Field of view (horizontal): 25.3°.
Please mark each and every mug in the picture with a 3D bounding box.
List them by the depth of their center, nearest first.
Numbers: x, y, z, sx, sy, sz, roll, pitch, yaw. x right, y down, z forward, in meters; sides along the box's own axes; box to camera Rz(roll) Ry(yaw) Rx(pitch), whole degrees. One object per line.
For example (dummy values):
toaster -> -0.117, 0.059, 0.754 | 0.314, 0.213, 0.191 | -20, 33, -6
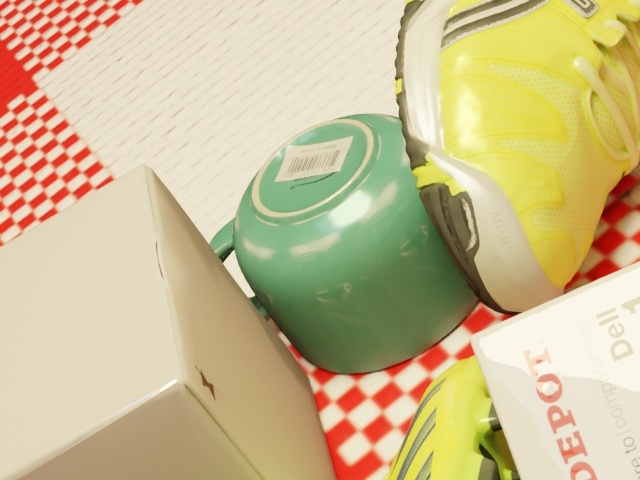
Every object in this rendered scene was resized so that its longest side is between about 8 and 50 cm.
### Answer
mug -> 0.007, 0.001, 0.780 | 0.158, 0.097, 0.129 | -38, 35, -5

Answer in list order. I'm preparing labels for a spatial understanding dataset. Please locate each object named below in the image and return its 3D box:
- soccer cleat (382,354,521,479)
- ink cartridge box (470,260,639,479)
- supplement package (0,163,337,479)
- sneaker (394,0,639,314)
soccer cleat -> 0.028, 0.163, 0.579 | 0.121, 0.093, 0.289 | -15, 40, 30
ink cartridge box -> 0.184, 0.072, 0.515 | 0.219, 0.092, 0.160 | -25, 61, 13
supplement package -> -0.153, 0.135, 0.684 | 0.293, 0.175, 0.177 | -29, 34, 8
sneaker -> 0.151, -0.126, 0.775 | 0.147, 0.145, 0.384 | -9, 44, 33
